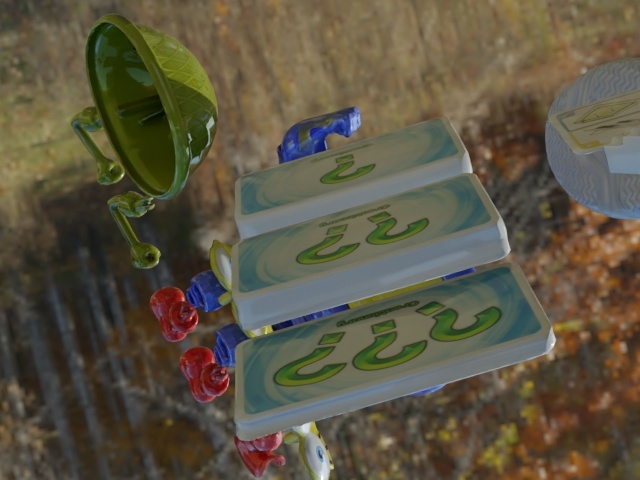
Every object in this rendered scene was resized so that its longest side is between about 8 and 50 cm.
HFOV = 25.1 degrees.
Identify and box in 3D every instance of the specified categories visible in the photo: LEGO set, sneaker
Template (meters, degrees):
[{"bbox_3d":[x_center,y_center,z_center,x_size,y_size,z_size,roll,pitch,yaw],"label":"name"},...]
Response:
[{"bbox_3d":[0.087,-0.035,0.397,0.244,0.060,0.182,-16,-161,3],"label":"LEGO set"},{"bbox_3d":[0.274,-0.063,0.902,0.153,0.101,0.268,0,180,-34],"label":"sneaker"}]

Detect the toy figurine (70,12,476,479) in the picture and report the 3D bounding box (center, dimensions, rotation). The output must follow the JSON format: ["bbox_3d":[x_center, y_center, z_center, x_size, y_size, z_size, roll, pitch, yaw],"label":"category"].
[{"bbox_3d":[0.000,0.000,0.989,0.217,0.363,0.191,-21,168,-21],"label":"toy figurine"}]
